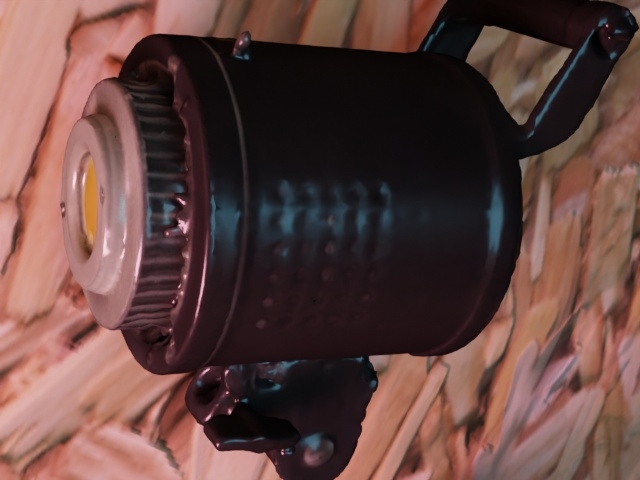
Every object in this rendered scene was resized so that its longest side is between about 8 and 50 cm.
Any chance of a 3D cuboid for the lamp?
[{"bbox_3d":[-0.019,-0.033,0.699,0.272,0.205,0.374,20,100,-33],"label":"lamp"}]
